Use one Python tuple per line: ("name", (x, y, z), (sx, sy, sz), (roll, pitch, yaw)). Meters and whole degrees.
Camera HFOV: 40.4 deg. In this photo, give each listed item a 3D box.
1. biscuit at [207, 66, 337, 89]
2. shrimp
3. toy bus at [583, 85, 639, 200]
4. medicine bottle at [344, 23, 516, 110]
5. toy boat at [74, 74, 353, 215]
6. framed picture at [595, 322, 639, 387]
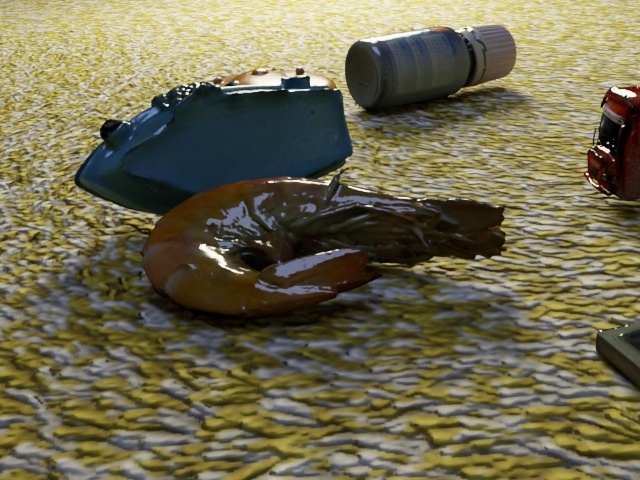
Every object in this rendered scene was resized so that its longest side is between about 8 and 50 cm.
("biscuit", (-0.063, -0.163, 0.973), (0.170, 0.050, 0.170), (-3, 24, 1))
("shrimp", (0.000, 0.000, 0.589), (0.249, 0.068, 0.150), (-7, 36, 4))
("toy bus", (0.333, -0.082, 0.690), (0.235, 0.096, 0.073), (-3, 21, -5))
("medicine bottle", (0.132, -0.205, 1.010), (0.203, 0.083, 0.083), (-14, 26, -27))
("toy boat", (-0.089, -0.077, 0.730), (0.238, 0.109, 0.098), (-16, 7, -34))
("framed picture", (0.279, 0.086, 0.401), (0.189, 0.023, 0.260), (-10, 25, -15))
